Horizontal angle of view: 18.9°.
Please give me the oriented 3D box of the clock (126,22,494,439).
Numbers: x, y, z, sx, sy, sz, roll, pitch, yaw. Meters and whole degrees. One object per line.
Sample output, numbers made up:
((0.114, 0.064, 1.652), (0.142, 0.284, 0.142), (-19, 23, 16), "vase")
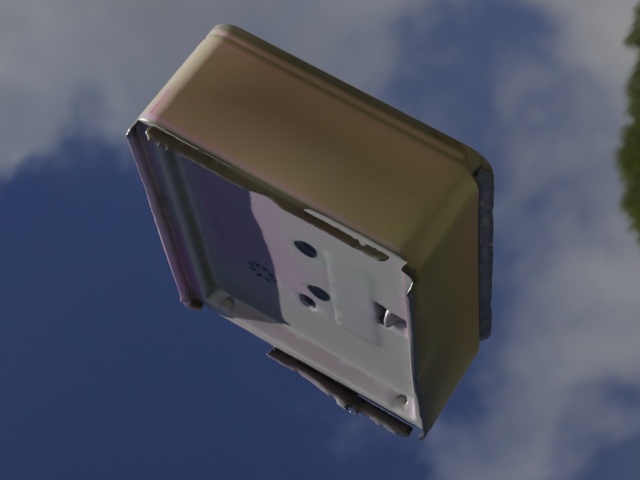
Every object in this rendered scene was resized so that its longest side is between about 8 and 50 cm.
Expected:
((0.000, 0.000, 0.878), (0.147, 0.192, 0.071), (29, -111, 18), "clock")
